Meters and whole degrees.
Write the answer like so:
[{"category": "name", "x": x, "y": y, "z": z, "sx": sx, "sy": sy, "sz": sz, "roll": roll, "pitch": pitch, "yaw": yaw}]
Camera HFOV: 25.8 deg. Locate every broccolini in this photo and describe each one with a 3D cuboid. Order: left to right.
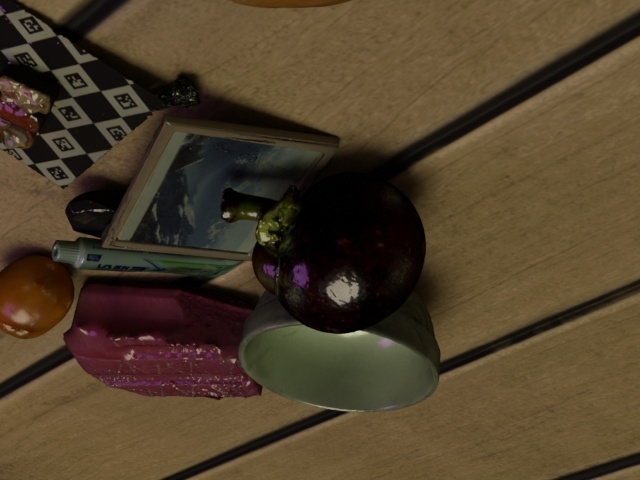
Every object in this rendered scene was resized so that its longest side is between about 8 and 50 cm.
[{"category": "broccolini", "x": -0.245, "y": -0.173, "z": 1.874, "sx": 0.218, "sy": 0.042, "sz": 0.044, "roll": -16, "pitch": 138, "yaw": 36}]

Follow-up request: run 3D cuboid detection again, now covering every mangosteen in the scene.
[{"category": "mangosteen", "x": 0.000, "y": 0.000, "z": 1.903, "sx": 0.289, "sy": 0.231, "sz": 0.231, "roll": 27, "pitch": 143, "yaw": -16}]

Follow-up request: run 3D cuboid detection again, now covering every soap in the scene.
[{"category": "soap", "x": -0.254, "y": 0.166, "z": 2.301, "sx": 0.325, "sy": 0.127, "sz": 0.220, "roll": -1, "pitch": 144, "yaw": 17}]

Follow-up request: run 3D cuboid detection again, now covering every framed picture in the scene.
[{"category": "framed picture", "x": -0.148, "y": -0.066, "z": 1.970, "sx": 0.247, "sy": 0.022, "sz": 0.335, "roll": 6, "pitch": 149, "yaw": -23}]

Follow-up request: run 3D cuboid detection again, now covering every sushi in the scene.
[{"category": "sushi", "x": -0.391, "y": -0.175, "z": 1.866, "sx": 0.264, "sy": 0.050, "sz": 0.290, "roll": 34, "pitch": 140, "yaw": -19}]

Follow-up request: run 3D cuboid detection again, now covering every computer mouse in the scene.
[{"category": "computer mouse", "x": -0.303, "y": -0.038, "z": 2.078, "sx": 0.099, "sy": 0.057, "sz": 0.172, "roll": -24, "pitch": 147, "yaw": 37}]

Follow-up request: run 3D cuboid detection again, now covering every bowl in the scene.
[{"category": "bowl", "x": 0.035, "y": 0.137, "z": 2.149, "sx": 0.307, "sy": 0.163, "sz": 0.307, "roll": 6, "pitch": 147, "yaw": 4}]

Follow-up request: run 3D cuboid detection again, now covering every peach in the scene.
[{"category": "peach", "x": -0.468, "y": 0.093, "z": 2.247, "sx": 0.138, "sy": 0.138, "sz": 0.138, "roll": 7, "pitch": 146, "yaw": 5}]

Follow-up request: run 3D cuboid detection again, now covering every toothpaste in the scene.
[{"category": "toothpaste", "x": -0.260, "y": 0.030, "z": 2.118, "sx": 0.297, "sy": 0.048, "sz": 0.075, "roll": 7, "pitch": 156, "yaw": -31}]

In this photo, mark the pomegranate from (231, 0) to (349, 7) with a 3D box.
[{"category": "pomegranate", "x": -0.024, "y": -0.404, "z": 1.196, "sx": 0.411, "sy": 0.411, "sz": 0.411, "roll": 7, "pitch": 146, "yaw": 5}]
